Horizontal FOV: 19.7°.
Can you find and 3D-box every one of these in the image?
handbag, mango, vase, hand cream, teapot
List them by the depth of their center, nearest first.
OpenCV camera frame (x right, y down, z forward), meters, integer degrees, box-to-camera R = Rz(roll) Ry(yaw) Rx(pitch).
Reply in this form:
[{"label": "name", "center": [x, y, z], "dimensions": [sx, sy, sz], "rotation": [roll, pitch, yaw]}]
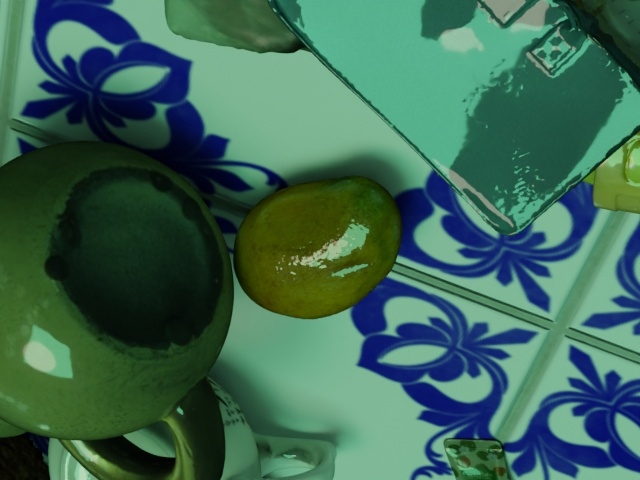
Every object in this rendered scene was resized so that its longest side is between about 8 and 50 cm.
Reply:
[{"label": "handbag", "center": [0.086, -0.119, 1.096], "dimensions": [0.221, 0.057, 0.144], "rotation": [47, 130, -4]}, {"label": "mango", "center": [0.002, 0.006, 1.493], "dimensions": [0.165, 0.089, 0.115], "rotation": [-15, 118, 31]}, {"label": "vase", "center": [-0.202, 0.092, 1.543], "dimensions": [0.302, 0.241, 0.329], "rotation": [-25, 104, 48]}, {"label": "hand cream", "center": [0.160, 0.247, 1.732], "dimensions": [0.057, 0.037, 0.165], "rotation": [-2, 128, 25]}, {"label": "teapot", "center": [-0.134, 0.213, 1.736], "dimensions": [0.299, 0.166, 0.208], "rotation": [5, 95, 11]}]

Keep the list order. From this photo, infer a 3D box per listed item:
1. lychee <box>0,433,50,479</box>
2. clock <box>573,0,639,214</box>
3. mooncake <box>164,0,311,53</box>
[{"label": "lychee", "center": [-0.363, 0.244, 1.851], "dimensions": [0.188, 0.188, 0.188], "rotation": [12, 139, 11]}, {"label": "clock", "center": [0.252, -0.164, 1.121], "dimensions": [0.244, 0.200, 0.317], "rotation": [9, 135, 12]}, {"label": "mooncake", "center": [0.025, -0.224, 1.191], "dimensions": [0.250, 0.136, 0.254], "rotation": [12, 140, 7]}]
